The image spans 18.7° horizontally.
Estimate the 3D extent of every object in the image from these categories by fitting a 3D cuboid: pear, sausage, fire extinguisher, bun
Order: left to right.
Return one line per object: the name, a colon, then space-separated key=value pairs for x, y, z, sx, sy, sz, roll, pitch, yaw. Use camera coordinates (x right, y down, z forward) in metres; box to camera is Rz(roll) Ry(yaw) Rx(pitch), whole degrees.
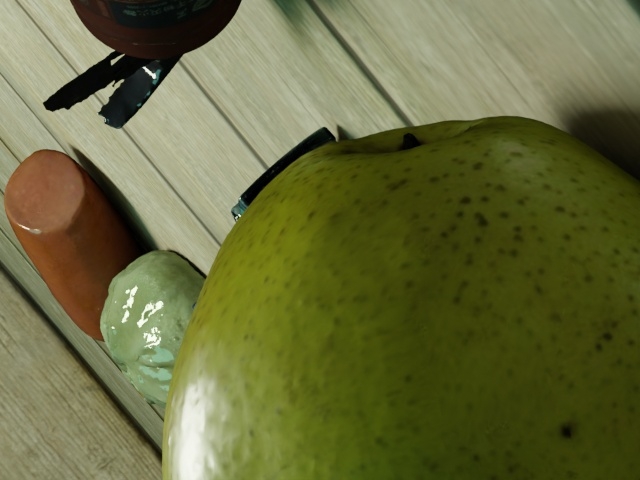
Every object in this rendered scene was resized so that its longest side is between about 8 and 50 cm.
sausage: x=-0.240 y=0.021 z=2.022 sx=0.113 sy=0.113 sz=0.259 roll=39 pitch=164 yaw=36
fire extinguisher: x=-0.107 y=-0.159 z=0.996 sx=0.102 sy=0.138 sz=0.344 roll=48 pitch=167 yaw=20
bun: x=-0.144 y=0.104 z=1.930 sx=0.195 sy=0.118 sz=0.195 roll=45 pitch=163 yaw=18
pear: x=0.067 y=0.084 z=0.856 sx=0.294 sy=0.294 sz=0.294 roll=46 pitch=167 yaw=14

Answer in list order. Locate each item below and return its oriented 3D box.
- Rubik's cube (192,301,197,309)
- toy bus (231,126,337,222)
Rubik's cube: x=-0.023 y=0.063 z=1.462 sx=0.092 sy=0.092 sz=0.092 roll=56 pitch=166 yaw=-27
toy bus: x=0.000 y=0.000 z=1.235 sx=0.092 sy=0.079 sz=0.160 roll=46 pitch=168 yaw=13
